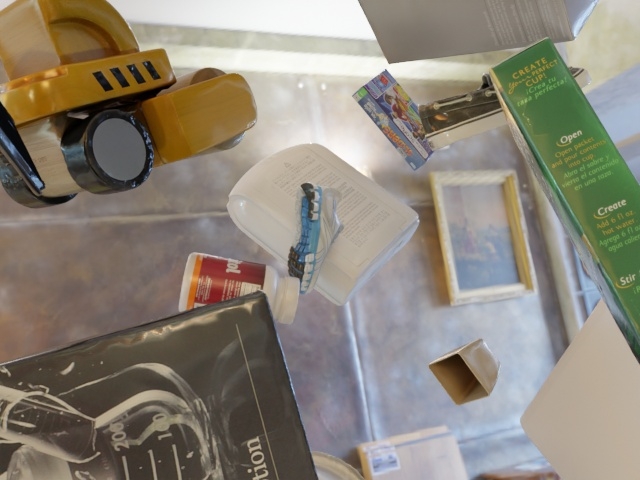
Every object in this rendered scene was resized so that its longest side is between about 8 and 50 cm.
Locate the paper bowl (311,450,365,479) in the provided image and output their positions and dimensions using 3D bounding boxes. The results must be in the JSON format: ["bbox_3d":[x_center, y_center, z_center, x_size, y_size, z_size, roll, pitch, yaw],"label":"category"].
[{"bbox_3d":[-0.046,0.416,0.851,0.284,0.284,0.148,-12,-50,15],"label":"paper bowl"}]

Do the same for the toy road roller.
[{"bbox_3d":[-0.264,-0.196,0.822,0.203,0.240,0.329,-5,18,37],"label":"toy road roller"}]

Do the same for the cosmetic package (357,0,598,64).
[{"bbox_3d":[0.175,-0.279,0.711,0.238,0.127,0.107,7,-38,46],"label":"cosmetic package"}]

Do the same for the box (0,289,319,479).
[{"bbox_3d":[-0.153,0.245,0.504,0.313,0.343,0.179,-16,-4,-11],"label":"box"}]

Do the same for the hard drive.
[{"bbox_3d":[0.281,0.141,0.498,0.040,0.203,0.307,-18,-38,-24],"label":"hard drive"}]

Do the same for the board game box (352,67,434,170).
[{"bbox_3d":[0.166,-0.255,1.345,0.035,0.201,0.136,-36,7,39],"label":"board game box"}]

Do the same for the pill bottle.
[{"bbox_3d":[-0.109,0.069,0.869,0.152,0.086,0.086,11,-14,-9],"label":"pill bottle"}]

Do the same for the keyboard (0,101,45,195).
[{"bbox_3d":[-0.326,-0.183,0.514,0.033,0.201,0.317,-29,-30,-13],"label":"keyboard"}]

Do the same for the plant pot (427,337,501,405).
[{"bbox_3d":[0.316,0.270,1.364,0.096,0.109,0.109,-33,-5,-37],"label":"plant pot"}]

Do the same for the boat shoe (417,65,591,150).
[{"bbox_3d":[0.233,-0.185,0.818,0.219,0.070,0.078,-21,7,1],"label":"boat shoe"}]

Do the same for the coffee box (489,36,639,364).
[{"bbox_3d":[0.163,-0.017,0.380,0.040,0.184,0.113,-27,-23,16],"label":"coffee box"}]

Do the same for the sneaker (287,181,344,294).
[{"bbox_3d":[0.000,0.000,1.055,0.083,0.190,0.071,-2,22,-34],"label":"sneaker"}]

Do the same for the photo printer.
[{"bbox_3d":[-0.002,-0.051,1.208,0.256,0.308,0.107,-41,-18,-40],"label":"photo printer"}]
